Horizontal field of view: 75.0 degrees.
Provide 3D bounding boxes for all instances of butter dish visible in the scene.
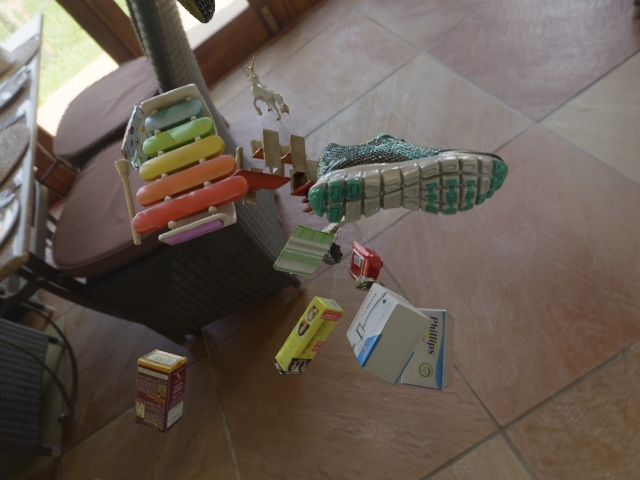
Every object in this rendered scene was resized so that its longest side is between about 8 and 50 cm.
[{"bbox_3d":[0.194,0.096,1.662,0.118,0.160,0.160,-4,25,-21],"label":"butter dish"}]

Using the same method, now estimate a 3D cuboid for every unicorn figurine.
[{"bbox_3d":[-0.141,-0.371,1.059,0.060,0.162,0.111,-21,81,16],"label":"unicorn figurine"}]

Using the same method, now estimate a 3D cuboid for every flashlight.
[{"bbox_3d":[-0.031,0.088,1.832,0.304,0.103,0.103,-14,56,45],"label":"flashlight"}]

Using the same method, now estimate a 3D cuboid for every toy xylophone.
[{"bbox_3d":[-0.265,-0.120,0.753,0.236,0.081,0.323,-27,65,-1],"label":"toy xylophone"}]

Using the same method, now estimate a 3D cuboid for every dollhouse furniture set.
[{"bbox_3d":[-0.113,-0.149,1.074,0.262,0.259,0.135,-22,71,49],"label":"dollhouse furniture set"}]

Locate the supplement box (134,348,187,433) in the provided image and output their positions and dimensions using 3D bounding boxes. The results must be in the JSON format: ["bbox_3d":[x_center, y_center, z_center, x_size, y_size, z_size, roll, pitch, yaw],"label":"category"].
[{"bbox_3d":[-0.436,0.409,1.140,0.104,0.081,0.188,10,100,16],"label":"supplement box"}]

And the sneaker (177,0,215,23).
[{"bbox_3d":[-0.379,-0.591,0.806,0.182,0.410,0.158,-21,39,33],"label":"sneaker"}]

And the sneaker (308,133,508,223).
[{"bbox_3d":[0.072,-0.064,0.358,0.166,0.065,0.076,-3,52,1],"label":"sneaker"}]

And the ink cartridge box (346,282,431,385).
[{"bbox_3d":[0.136,0.189,0.894,0.148,0.085,0.203,-62,8,2],"label":"ink cartridge box"}]

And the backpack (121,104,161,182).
[{"bbox_3d":[-0.528,-0.321,1.416,0.263,0.213,0.277,40,121,22],"label":"backpack"}]

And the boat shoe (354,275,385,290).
[{"bbox_3d":[0.177,0.163,1.518,0.152,0.049,0.056,15,87,62],"label":"boat shoe"}]

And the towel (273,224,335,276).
[{"bbox_3d":[-0.043,0.028,1.082,0.152,0.113,0.023,-59,31,32],"label":"towel"}]

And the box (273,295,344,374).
[{"bbox_3d":[-0.033,0.267,1.156,0.058,0.087,0.232,43,105,43],"label":"box"}]

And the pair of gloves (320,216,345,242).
[{"bbox_3d":[0.000,0.000,1.474,0.204,0.042,0.240,-39,10,23],"label":"pair of gloves"}]

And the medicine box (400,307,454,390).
[{"bbox_3d":[0.402,0.397,1.532,0.149,0.289,0.264,0,75,24],"label":"medicine box"}]
